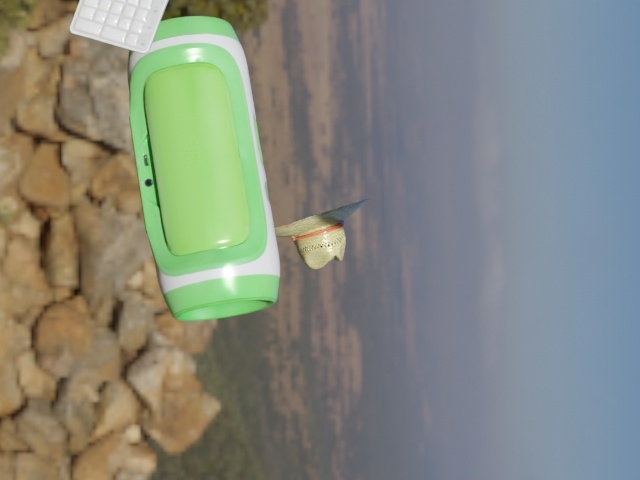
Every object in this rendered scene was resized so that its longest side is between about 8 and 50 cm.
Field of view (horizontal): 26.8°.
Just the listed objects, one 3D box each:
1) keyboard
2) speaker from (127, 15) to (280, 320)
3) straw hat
[{"bbox_3d":[-0.133,-0.281,1.121,0.014,0.072,0.256,71,38,-80],"label":"keyboard"},{"bbox_3d":[-0.121,-0.072,1.380,0.131,0.131,0.296,53,27,-78],"label":"speaker"},{"bbox_3d":[0.000,0.000,1.564,0.144,0.145,0.061,-22,95,-83],"label":"straw hat"}]
